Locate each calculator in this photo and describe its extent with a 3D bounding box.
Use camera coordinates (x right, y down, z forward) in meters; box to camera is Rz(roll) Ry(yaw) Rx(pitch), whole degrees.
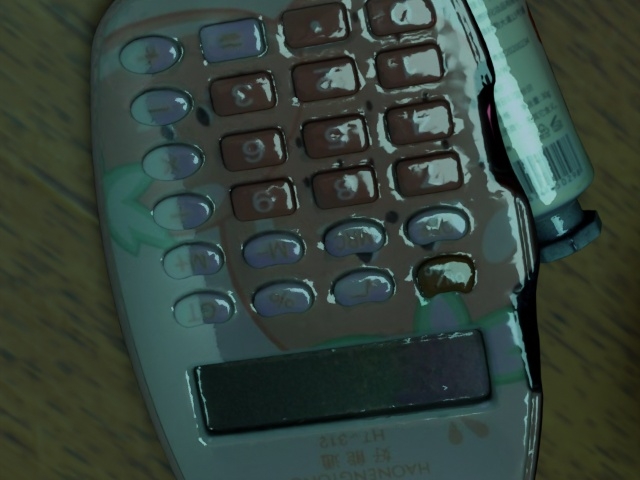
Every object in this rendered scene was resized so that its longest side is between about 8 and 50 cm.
[{"bbox_3d":[0.000,0.000,0.953,0.220,0.048,0.330,-7,107,11],"label":"calculator"}]

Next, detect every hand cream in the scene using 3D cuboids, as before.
[{"bbox_3d":[0.070,-0.117,0.953,0.095,0.059,0.276,-25,104,6],"label":"hand cream"}]
